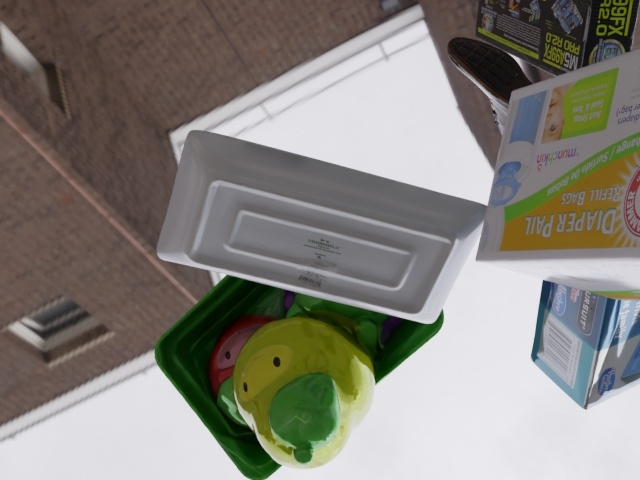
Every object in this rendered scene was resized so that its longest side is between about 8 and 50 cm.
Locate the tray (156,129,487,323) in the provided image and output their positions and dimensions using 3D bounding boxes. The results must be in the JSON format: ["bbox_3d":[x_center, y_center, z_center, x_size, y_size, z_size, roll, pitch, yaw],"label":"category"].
[{"bbox_3d":[0.000,0.000,0.878,0.271,0.145,0.030,14,-143,-10],"label":"tray"}]

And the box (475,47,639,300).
[{"bbox_3d":[0.181,-0.030,0.530,0.103,0.203,0.114,15,-97,-17],"label":"box"}]

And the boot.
[{"bbox_3d":[0.262,-0.200,1.454,0.219,0.106,0.082,38,-122,9],"label":"boot"}]

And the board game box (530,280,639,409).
[{"bbox_3d":[0.348,-0.025,0.859,0.336,0.253,0.079,-20,-138,-22],"label":"board game box"}]

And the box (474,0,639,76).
[{"bbox_3d":[0.265,-0.308,1.127,0.060,0.216,0.270,-3,-157,-16],"label":"box"}]

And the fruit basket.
[{"bbox_3d":[-0.033,0.141,1.298,0.392,0.392,0.283,-39,-101,-3],"label":"fruit basket"}]
